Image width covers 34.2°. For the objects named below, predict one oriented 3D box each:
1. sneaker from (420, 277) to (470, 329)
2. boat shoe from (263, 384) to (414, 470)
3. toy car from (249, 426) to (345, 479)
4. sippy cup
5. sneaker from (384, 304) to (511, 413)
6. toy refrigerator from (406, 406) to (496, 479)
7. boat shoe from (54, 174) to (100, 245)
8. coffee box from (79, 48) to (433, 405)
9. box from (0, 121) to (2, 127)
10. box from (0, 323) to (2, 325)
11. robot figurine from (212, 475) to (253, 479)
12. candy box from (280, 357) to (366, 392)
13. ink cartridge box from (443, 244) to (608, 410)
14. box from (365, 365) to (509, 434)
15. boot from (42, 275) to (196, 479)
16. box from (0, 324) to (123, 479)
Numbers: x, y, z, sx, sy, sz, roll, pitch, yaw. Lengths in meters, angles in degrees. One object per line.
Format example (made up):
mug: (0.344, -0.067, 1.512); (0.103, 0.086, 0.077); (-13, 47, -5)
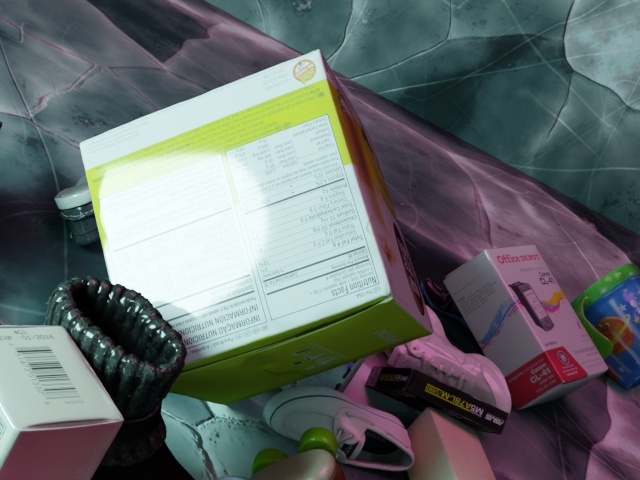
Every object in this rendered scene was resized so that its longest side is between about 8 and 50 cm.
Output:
sneaker: (0.296, 0.129, 2.208); (0.188, 0.078, 0.067); (30, 23, -3)
boat shoe: (0.037, 0.285, 1.549); (0.258, 0.095, 0.084); (16, 23, -30)
toy car: (-0.005, 0.369, 1.340); (0.188, 0.149, 0.155); (56, 21, -18)
sippy cup: (0.697, 0.210, 2.389); (0.305, 0.240, 0.224); (-29, 68, -21)
sneaker: (0.207, 0.235, 1.882); (0.152, 0.114, 0.305); (-17, 46, -43)
toy refrigerator: (0.205, 0.384, 1.565); (0.102, 0.094, 0.269); (29, 22, -25)
boat shoe: (-0.363, -0.072, 1.788); (0.114, 0.091, 0.302); (-9, 15, 19)
coffee box: (-0.072, 0.007, 1.402); (0.337, 0.338, 0.335); (42, 30, -70)
box: (-0.569, -0.082, 1.425); (0.103, 0.184, 0.261); (33, 22, 1)
box: (-0.540, 0.105, 1.218); (0.242, 0.077, 0.307); (43, 25, 25)
robot figurine: (-0.061, 0.348, 1.088); (0.209, 0.174, 0.278); (6, -22, 47)
candy box: (-0.007, 0.150, 1.635); (0.164, 0.196, 0.070); (37, 23, 13)
ink cartridge box: (0.415, 0.170, 2.103); (0.226, 0.131, 0.306); (-3, 61, -51)
box: (0.189, 0.263, 1.725); (0.184, 0.045, 0.190); (28, -13, -13)
boot: (-0.192, 0.223, 1.174); (0.348, 0.260, 0.131); (31, 22, -1)
box: (-0.325, 0.218, 1.054); (0.126, 0.232, 0.148); (4, 35, -48)
